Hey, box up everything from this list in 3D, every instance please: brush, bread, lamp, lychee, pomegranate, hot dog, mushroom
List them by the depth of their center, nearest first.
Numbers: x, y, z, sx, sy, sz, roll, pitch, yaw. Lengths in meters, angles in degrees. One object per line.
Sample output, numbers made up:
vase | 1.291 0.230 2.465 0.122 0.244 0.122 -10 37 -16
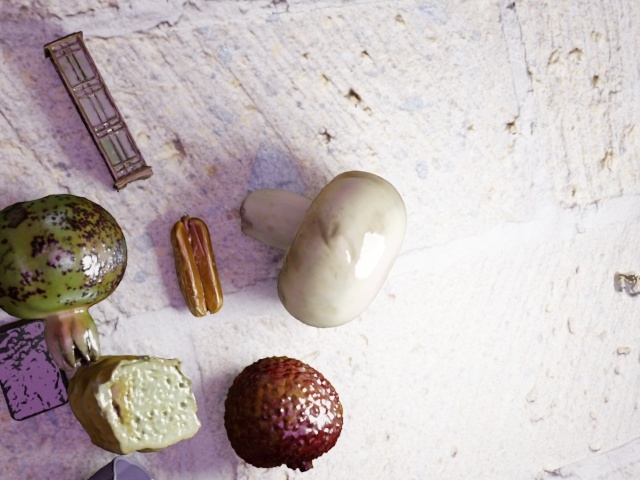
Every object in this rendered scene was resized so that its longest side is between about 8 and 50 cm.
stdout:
pomegranate | -0.497 0.083 1.387 0.285 0.285 0.341 -15 86 -17
bread | -0.372 0.321 1.431 0.196 0.252 0.239 -34 107 -35
brush | -0.597 0.261 1.474 0.123 0.059 0.197 -19 97 -19
lamp | -0.462 -0.264 1.502 0.090 0.089 0.325 -29 98 -16
lychee | -0.078 0.371 1.548 0.260 0.260 0.261 0 90 -18
hot dog | -0.273 0.052 1.578 0.092 0.062 0.236 -11 96 -18
mushroom | 0.033 0.008 1.580 0.325 0.353 0.353 -7 92 -38

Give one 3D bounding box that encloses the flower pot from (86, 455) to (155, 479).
flower pot | -0.438 0.605 1.441 0.243 0.265 0.265 -31 100 -1
